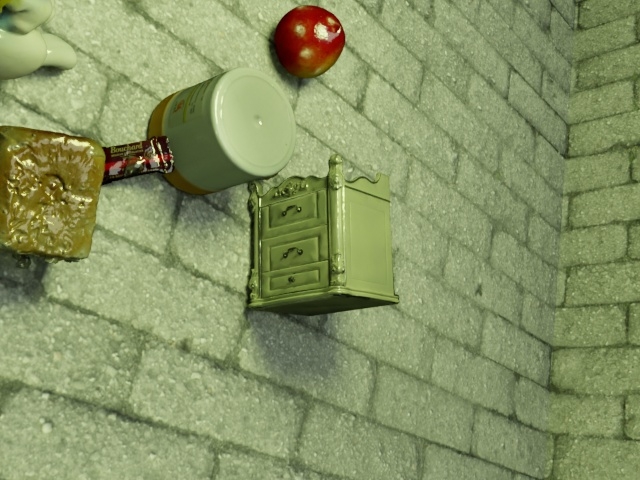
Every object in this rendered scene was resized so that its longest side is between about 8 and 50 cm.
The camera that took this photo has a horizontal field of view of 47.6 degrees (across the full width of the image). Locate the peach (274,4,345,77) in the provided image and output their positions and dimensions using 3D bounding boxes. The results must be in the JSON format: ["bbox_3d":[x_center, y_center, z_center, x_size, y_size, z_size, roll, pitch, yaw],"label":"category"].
[{"bbox_3d":[-0.023,-0.509,1.843,0.197,0.197,0.197,11,75,-45],"label":"peach"}]

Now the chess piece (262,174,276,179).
[{"bbox_3d":[-0.153,-0.237,1.743,0.094,0.094,0.170,11,67,-45],"label":"chess piece"}]

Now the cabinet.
[{"bbox_3d":[0.000,0.000,1.705,0.228,0.290,0.317,12,72,-47],"label":"cabinet"}]

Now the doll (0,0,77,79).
[{"bbox_3d":[-0.540,-0.406,1.197,0.187,0.365,0.376,37,36,0],"label":"doll"}]

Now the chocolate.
[{"bbox_3d":[-0.388,-0.162,1.467,0.183,0.028,0.086,-10,90,-18],"label":"chocolate"}]

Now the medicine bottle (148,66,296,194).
[{"bbox_3d":[-0.209,-0.232,1.565,0.238,0.232,0.237,12,73,-46],"label":"medicine bottle"}]

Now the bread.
[{"bbox_3d":[-0.500,-0.073,1.274,0.196,0.176,0.246,9,91,-35],"label":"bread"}]
